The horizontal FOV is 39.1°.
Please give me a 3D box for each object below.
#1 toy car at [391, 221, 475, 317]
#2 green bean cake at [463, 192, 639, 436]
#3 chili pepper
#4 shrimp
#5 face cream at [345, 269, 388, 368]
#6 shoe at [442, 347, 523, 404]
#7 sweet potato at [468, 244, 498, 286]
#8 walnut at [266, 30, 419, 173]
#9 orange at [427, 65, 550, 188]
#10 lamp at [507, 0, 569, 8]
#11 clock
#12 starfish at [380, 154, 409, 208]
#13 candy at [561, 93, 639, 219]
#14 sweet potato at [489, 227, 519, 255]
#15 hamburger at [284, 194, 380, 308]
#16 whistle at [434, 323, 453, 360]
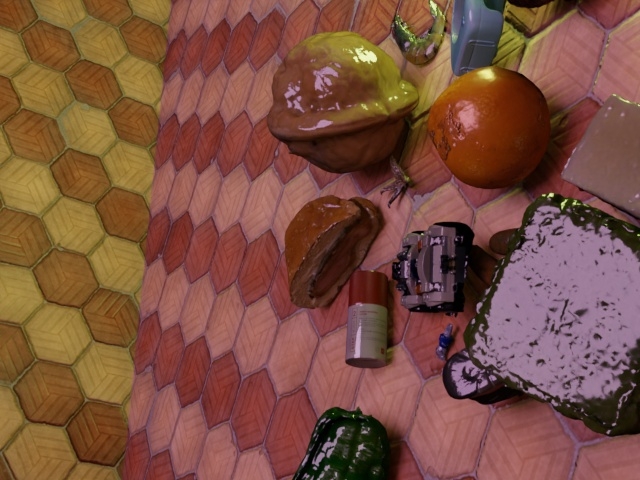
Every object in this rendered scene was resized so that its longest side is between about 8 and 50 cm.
[{"bbox_3d":[0.229,0.066,1.917,0.301,0.118,0.193,163,110,-74],"label":"toy car"},{"bbox_3d":[0.433,0.119,1.454,0.335,0.218,0.319,33,101,37],"label":"green bean cake"},{"bbox_3d":[0.036,0.553,1.979,0.167,0.213,0.384,56,-131,-74],"label":"chili pepper"},{"bbox_3d":[0.252,-0.543,2.314,0.150,0.051,0.217,-52,43,25],"label":"shrimp"},{"bbox_3d":[0.110,0.185,2.117,0.096,0.096,0.214,-27,52,51],"label":"face cream"},{"bbox_3d":[0.371,0.221,1.650,0.291,0.137,0.114,-30,52,13],"label":"shoe"},{"bbox_3d":[0.367,0.076,1.784,0.075,0.075,0.273,-67,28,9],"label":"sweet potato"},{"bbox_3d":[0.048,-0.347,2.261,0.384,0.384,0.383,-34,48,47],"label":"walnut"},{"bbox_3d":[0.343,-0.225,1.815,0.246,0.246,0.246,-34,48,47],"label":"orange"},{"bbox_3d":[0.444,-0.595,1.842,0.247,0.247,0.247,-34,48,47],"label":"lamp"},{"bbox_3d":[0.352,-0.521,2.013,0.223,0.094,0.274,96,-179,-68],"label":"clock"},{"bbox_3d":[0.195,-0.140,2.200,0.130,0.041,0.133,18,99,65],"label":"starfish"},{"bbox_3d":[0.570,-0.111,1.487,0.321,0.135,0.179,42,110,55],"label":"candy"},{"bbox_3d":[0.404,0.019,1.767,0.249,0.059,0.069,33,121,54],"label":"sweet potato"},{"bbox_3d":[0.001,-0.001,2.329,0.330,0.162,0.209,-61,33,28],"label":"hamburger"},{"bbox_3d":[0.265,0.216,1.915,0.033,0.029,0.083,37,117,49],"label":"whistle"}]
